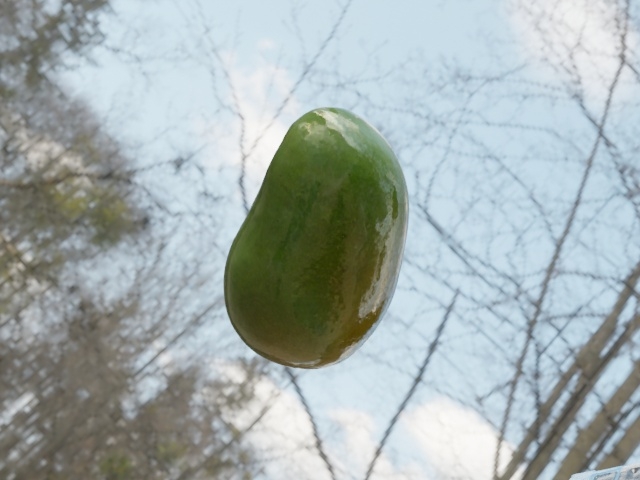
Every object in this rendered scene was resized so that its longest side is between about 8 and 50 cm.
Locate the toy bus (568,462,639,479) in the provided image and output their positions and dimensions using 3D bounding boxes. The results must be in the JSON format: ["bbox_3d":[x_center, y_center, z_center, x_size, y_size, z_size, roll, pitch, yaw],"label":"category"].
[{"bbox_3d":[0.295,0.339,1.235,0.131,0.297,0.106,-20,-84,26],"label":"toy bus"}]

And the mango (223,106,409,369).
[{"bbox_3d":[0.000,0.000,1.030,0.114,0.156,0.251,-111,-148,-64],"label":"mango"}]
